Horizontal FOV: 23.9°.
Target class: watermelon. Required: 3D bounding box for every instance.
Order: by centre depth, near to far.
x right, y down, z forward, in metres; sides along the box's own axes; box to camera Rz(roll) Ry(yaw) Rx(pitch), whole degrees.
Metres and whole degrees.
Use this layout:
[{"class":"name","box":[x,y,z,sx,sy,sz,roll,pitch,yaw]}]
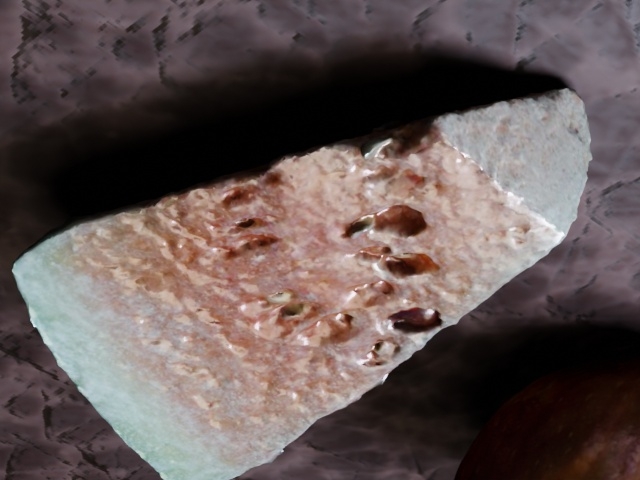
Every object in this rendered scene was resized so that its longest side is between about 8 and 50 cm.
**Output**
[{"class":"watermelon","box":[0.000,0.000,0.635,0.241,0.094,0.154,-23,130,24]}]

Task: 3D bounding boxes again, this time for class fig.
[{"class":"fig","box":[0.163,0.116,0.761,0.175,0.207,0.175,21,174,3]}]
